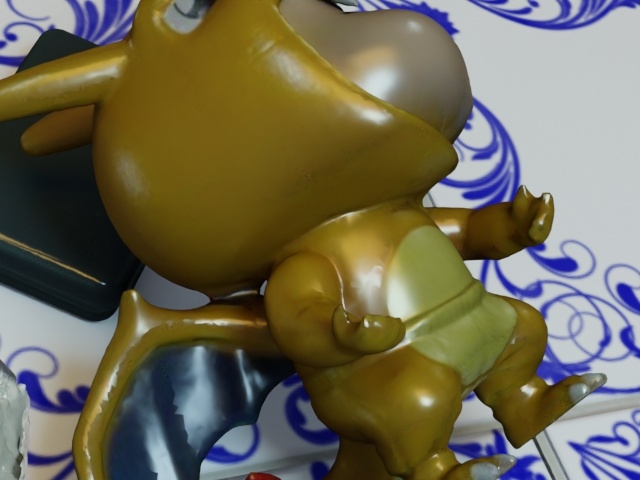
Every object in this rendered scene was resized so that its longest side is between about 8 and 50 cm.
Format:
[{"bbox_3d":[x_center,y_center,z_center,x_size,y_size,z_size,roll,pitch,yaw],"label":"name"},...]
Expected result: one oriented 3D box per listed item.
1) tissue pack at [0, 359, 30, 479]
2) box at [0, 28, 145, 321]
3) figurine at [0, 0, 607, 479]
[{"bbox_3d":[-0.299,0.167,0.924,0.271,0.124,0.201,-17,53,15],"label":"tissue pack"},{"bbox_3d":[-0.183,-0.054,1.280,0.160,0.050,0.230,24,48,0],"label":"box"},{"bbox_3d":[-0.020,0.011,1.110,0.401,0.268,0.387,-31,84,-34],"label":"figurine"}]
